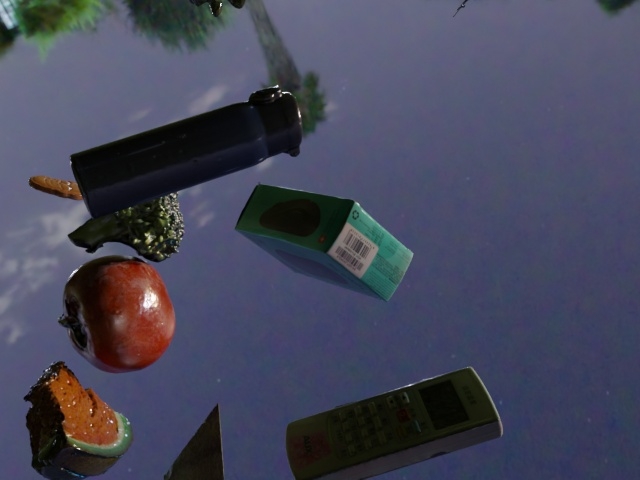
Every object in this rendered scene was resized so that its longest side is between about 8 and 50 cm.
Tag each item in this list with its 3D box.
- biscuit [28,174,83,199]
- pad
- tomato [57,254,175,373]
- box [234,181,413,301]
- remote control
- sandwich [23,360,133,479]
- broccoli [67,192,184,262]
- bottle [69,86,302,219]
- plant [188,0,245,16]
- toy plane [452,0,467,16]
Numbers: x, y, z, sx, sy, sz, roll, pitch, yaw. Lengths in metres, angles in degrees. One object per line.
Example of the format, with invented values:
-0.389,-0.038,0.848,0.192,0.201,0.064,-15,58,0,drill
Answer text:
-0.559,-0.115,1.600,0.130,0.019,0.102,15,-166,-13,biscuit
-0.214,0.399,1.232,0.235,0.003,0.158,-54,-149,31,pad
-0.297,0.112,1.097,0.151,0.187,0.187,-18,-157,-41,tomato
0.000,0.000,1.467,0.311,0.205,0.118,15,-110,49,box
0.112,0.309,1.212,0.344,0.050,0.145,-17,-151,-2,remote control
-0.326,0.248,0.962,0.079,0.159,0.235,-37,-170,-4,sandwich
-0.274,-0.033,1.048,0.160,0.154,0.167,-39,172,-13,broccoli
-0.137,-0.097,0.792,0.244,0.082,0.072,-19,-152,-13,bottle
-0.157,-0.498,1.037,0.251,0.333,0.180,-12,-150,34,plant
0.215,-0.352,1.056,0.078,0.024,0.084,-53,-169,-3,toy plane
